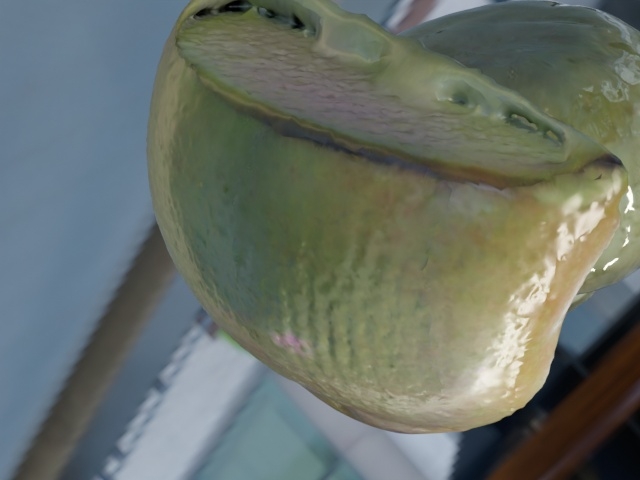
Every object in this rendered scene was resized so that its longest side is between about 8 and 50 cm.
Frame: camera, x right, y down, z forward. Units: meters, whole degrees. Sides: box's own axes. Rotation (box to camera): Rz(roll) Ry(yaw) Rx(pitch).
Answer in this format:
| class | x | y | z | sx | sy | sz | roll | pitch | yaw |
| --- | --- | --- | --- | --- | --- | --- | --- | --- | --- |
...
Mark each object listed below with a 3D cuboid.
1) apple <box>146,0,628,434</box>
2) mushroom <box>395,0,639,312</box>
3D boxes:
| class | x | y | z | sx | sy | sz | roll | pitch | yaw |
| --- | --- | --- | --- | --- | --- | --- | --- | --- | --- |
| apple | 0.000 | 0.000 | 0.882 | 0.120 | 0.265 | 0.193 | -16 | 126 | -38 |
| mushroom | 0.170 | -0.074 | 1.715 | 0.352 | 0.352 | 0.260 | -35 | 128 | -33 |
